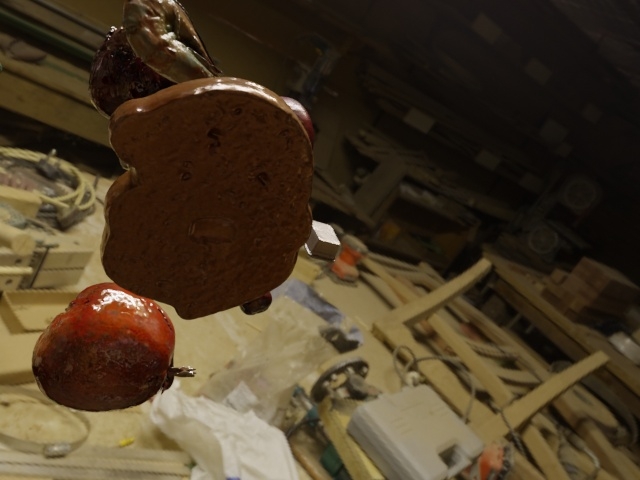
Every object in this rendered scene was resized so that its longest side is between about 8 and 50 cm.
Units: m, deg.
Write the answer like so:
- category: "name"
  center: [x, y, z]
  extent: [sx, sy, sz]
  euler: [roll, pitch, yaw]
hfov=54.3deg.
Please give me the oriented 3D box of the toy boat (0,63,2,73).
- category: "toy boat"
  center: [-0.663, -0.339, 1.123]
  extent: [0.099, 0.108, 0.293]
  euler: [3, 5, -12]

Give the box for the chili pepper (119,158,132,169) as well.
- category: "chili pepper"
  center: [-0.497, -0.236, 1.901]
  extent: [0.261, 0.173, 0.165]
  euler: [3, 31, 48]

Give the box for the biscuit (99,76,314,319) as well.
- category: "biscuit"
  center: [-0.174, -0.048, 1.025]
  extent: [0.350, 0.455, 0.078]
  euler: [4, 36, -21]

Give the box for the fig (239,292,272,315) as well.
- category: "fig"
  center: [-0.175, 0.123, 1.563]
  extent: [0.089, 0.089, 0.125]
  euler: [-2, 66, -61]

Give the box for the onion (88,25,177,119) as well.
- category: "onion"
  center: [-0.505, -0.441, 1.730]
  extent: [0.221, 0.280, 0.281]
  euler: [9, 9, 21]

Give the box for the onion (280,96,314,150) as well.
- category: "onion"
  center: [-0.127, -0.310, 1.871]
  extent: [0.161, 0.248, 0.248]
  euler: [-29, 56, -35]

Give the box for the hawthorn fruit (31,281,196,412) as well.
- category: "hawthorn fruit"
  center: [-0.400, 0.227, 1.264]
  extent: [0.308, 0.276, 0.276]
  euler: [24, 18, -8]

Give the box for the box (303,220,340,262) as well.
- category: "box"
  center: [0.000, 0.000, 1.745]
  extent: [0.089, 0.062, 0.122]
  euler: [16, 27, -29]

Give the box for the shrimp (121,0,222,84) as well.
- category: "shrimp"
  center: [-0.254, -0.351, 1.170]
  extent: [0.062, 0.154, 0.294]
  euler: [-1, -24, 28]
